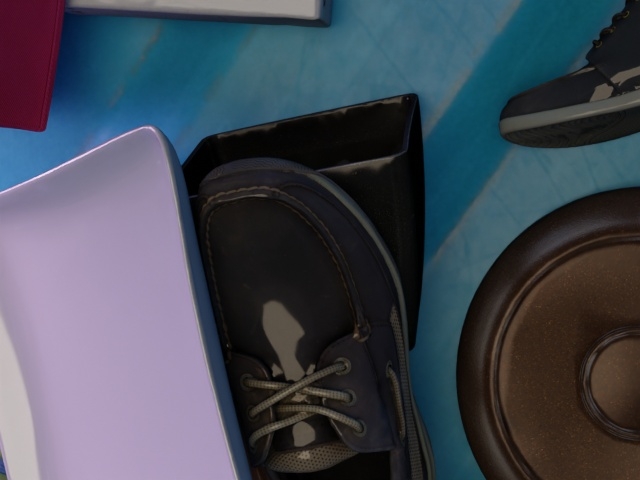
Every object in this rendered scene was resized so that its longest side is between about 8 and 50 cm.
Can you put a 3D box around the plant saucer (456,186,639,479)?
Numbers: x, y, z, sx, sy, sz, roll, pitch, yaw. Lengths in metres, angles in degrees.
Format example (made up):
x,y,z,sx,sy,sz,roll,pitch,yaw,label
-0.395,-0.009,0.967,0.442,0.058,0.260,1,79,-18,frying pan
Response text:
x,y,z,sx,sy,sz,roll,pitch,yaw,label
0.250,0.110,0.966,0.310,0.050,0.310,-2,85,23,plant saucer

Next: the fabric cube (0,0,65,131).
x,y,z,sx,sy,sz,roll,pitch,yaw,label
-0.368,-0.233,0.939,0.254,0.258,0.259,15,98,33,fabric cube

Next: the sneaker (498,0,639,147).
x,y,z,sx,sy,sz,roll,pitch,yaw,label
0.241,-0.152,0.976,0.222,0.083,0.118,-16,74,17,sneaker

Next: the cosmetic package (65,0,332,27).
x,y,z,sx,sy,sz,roll,pitch,yaw,label
-0.104,-0.240,1.018,0.231,0.085,0.117,6,96,8,cosmetic package

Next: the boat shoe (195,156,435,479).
x,y,z,sx,sy,sz,roll,pitch,yaw,label
0.007,0.106,0.870,0.132,0.130,0.355,-15,121,14,boat shoe

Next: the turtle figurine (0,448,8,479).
x,y,z,sx,sy,sz,roll,pitch,yaw,label
-0.384,0.265,1.062,0.198,0.274,0.266,36,107,40,turtle figurine

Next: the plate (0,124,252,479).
x,y,z,sx,sy,sz,roll,pitch,yaw,label
-0.151,0.083,0.871,0.278,0.045,0.277,-17,86,45,plate

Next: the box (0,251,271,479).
x,y,z,sx,sy,sz,roll,pitch,yaw,label
-0.141,0.137,1.012,0.191,0.143,0.381,-24,82,11,box

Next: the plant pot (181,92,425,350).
x,y,z,sx,sy,sz,roll,pitch,yaw,label
0.000,0.000,0.979,0.188,0.187,0.167,-12,108,11,plant pot
